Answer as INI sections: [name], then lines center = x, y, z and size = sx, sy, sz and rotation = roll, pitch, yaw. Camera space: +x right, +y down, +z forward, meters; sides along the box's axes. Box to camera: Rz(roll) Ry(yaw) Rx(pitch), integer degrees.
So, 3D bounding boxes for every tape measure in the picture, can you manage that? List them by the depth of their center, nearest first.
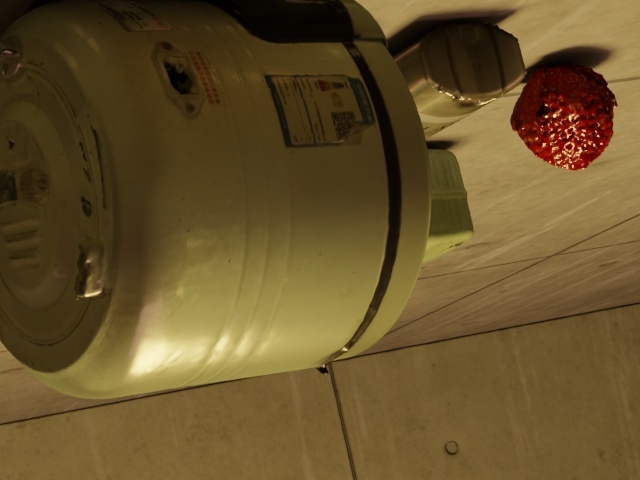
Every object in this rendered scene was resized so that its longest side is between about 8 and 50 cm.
[tape measure]
center = 0.000, 0.000, 1.484
size = 0.207, 0.115, 0.235
rotation = -7, 170, -42

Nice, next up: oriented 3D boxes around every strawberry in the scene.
[strawberry]
center = 0.187, -0.099, 1.265
size = 0.083, 0.083, 0.096
rotation = -14, 164, 7

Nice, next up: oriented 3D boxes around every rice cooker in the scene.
[rice cooker]
center = -0.065, -0.031, 0.912
size = 0.244, 0.226, 0.226
rotation = -5, 168, -33

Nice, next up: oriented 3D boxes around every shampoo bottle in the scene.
[shampoo bottle]
center = 0.049, -0.090, 1.169
size = 0.086, 0.056, 0.227
rotation = -8, 170, -31
